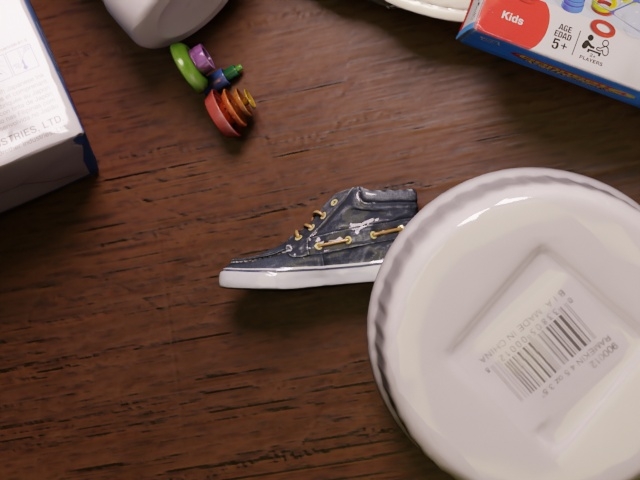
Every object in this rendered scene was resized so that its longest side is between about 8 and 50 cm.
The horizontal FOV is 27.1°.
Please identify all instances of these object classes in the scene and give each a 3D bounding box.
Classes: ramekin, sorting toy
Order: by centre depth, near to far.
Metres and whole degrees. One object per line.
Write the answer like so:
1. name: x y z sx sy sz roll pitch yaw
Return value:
1. ramekin: 0.174 0.078 1.053 0.277 0.135 0.277 0 91 3
2. sorting toy: -0.090 -0.143 1.190 0.042 0.061 0.102 -30 104 9

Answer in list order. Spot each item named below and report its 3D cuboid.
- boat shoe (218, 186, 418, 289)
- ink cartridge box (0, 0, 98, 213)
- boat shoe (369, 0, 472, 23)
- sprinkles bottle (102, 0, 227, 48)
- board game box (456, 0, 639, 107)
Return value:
1. boat shoe: 0.000 0.000 1.163 0.183 0.065 0.083 -5 86 5
2. ink cartridge box: -0.401 -0.198 1.182 0.270 0.151 0.395 -24 83 -11
3. boat shoe: 0.035 -0.265 1.152 0.305 0.091 0.109 26 85 10
4. sprinkles bottle: -0.220 -0.337 1.192 0.121 0.121 0.355 -41 76 8
5. board game box: 0.306 -0.251 1.051 0.308 0.086 0.301 19 92 -2
